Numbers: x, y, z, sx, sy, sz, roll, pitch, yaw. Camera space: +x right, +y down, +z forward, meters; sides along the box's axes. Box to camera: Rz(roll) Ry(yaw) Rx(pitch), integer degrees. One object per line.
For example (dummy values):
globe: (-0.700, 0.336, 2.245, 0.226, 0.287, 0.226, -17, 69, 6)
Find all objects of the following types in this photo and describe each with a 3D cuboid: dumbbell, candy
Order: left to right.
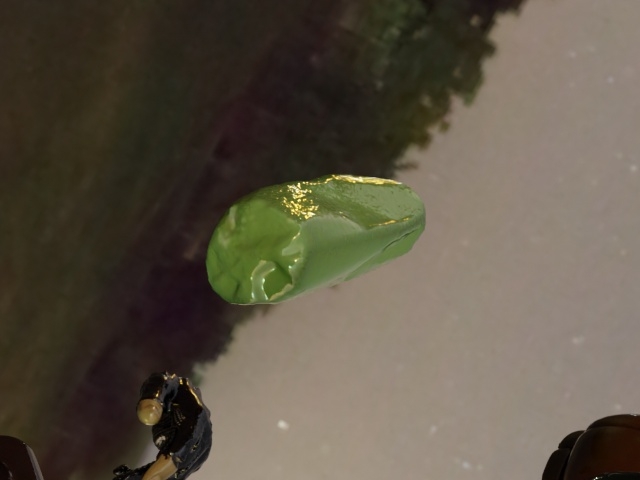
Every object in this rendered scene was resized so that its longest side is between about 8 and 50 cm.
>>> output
dumbbell: (-0.453, 0.294, 1.845, 0.124, 0.140, 0.225, -26, 152, -1)
candy: (0.000, 0.000, 1.705, 0.343, 0.132, 0.142, -15, 124, -58)

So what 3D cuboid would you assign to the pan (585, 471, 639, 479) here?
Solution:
pan: (0.125, 0.211, 0.800, 0.212, 0.040, 0.115, -29, -135, 7)

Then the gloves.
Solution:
gloves: (-0.175, 0.240, 1.653, 0.180, 0.106, 0.129, -93, -155, -63)

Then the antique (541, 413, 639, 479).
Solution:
antique: (0.359, 0.272, 1.510, 0.278, 0.223, 0.129, -1, -127, 51)
